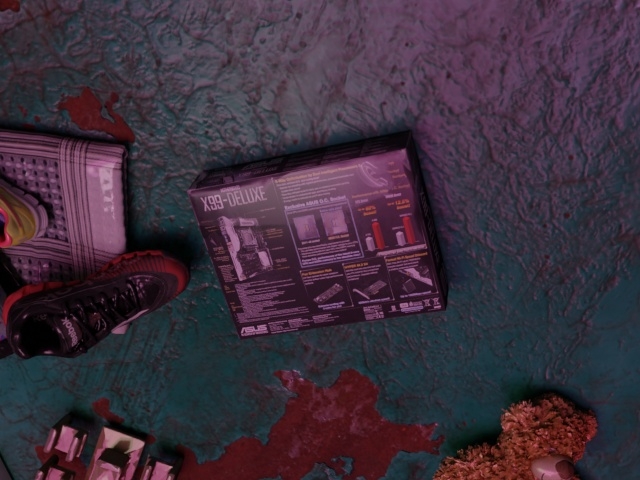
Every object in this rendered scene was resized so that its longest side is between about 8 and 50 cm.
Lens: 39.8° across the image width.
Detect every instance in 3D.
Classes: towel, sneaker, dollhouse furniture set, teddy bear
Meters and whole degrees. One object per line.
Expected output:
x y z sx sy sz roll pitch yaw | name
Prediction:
-0.430 -0.008 1.306 0.312 0.056 0.324 8 119 7 | towel
-0.485 -0.059 1.222 0.208 0.094 0.081 29 120 1 | sneaker
-0.363 0.428 1.495 0.212 0.161 0.242 20 97 0 | dollhouse furniture set
-0.311 0.095 1.226 0.276 0.135 0.098 -17 115 -2 | sneaker
0.286 0.381 1.331 0.245 0.113 0.338 41 117 -13 | teddy bear

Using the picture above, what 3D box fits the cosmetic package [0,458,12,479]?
-0.587 0.485 1.585 0.098 0.060 0.239 -9 115 15 | cosmetic package

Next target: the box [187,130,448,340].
0.000 0.000 1.212 0.307 0.076 0.242 -10 114 16 | box

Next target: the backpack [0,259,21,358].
-0.519 0.091 1.290 0.152 0.115 0.182 -15 108 23 | backpack
